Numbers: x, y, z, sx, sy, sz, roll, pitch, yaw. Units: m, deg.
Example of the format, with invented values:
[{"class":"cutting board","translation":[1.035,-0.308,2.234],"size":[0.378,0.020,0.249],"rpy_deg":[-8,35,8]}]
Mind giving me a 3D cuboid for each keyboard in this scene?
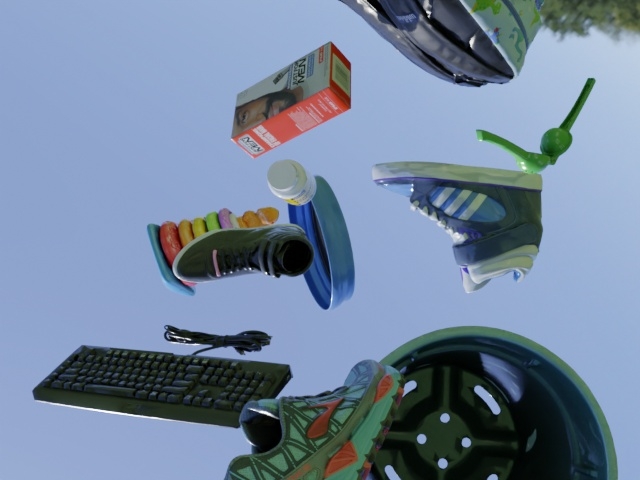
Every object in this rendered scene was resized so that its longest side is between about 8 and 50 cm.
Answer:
[{"class":"keyboard","translation":[-0.182,0.156,0.954],"size":[0.317,0.033,0.201],"rpy_deg":[2,-158,23]}]

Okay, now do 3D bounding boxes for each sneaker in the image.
[{"class":"sneaker","translation":[-0.006,0.166,0.688],"size":[0.125,0.104,0.262],"rpy_deg":[30,-155,7]},{"class":"sneaker","translation":[0.246,-0.021,1.408],"size":[0.322,0.236,0.130],"rpy_deg":[6,-175,6]},{"class":"sneaker","translation":[-0.147,0.031,1.546],"size":[0.295,0.105,0.147],"rpy_deg":[-12,-165,-18]}]

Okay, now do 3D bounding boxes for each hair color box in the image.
[{"class":"hair color box","translation":[-0.040,-0.189,1.033],"size":[0.053,0.167,0.093],"rpy_deg":[39,-140,-39]}]

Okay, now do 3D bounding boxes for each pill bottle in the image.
[{"class":"pill bottle","translation":[-0.049,-0.096,1.236],"size":[0.065,0.065,0.116],"rpy_deg":[45,-175,13]}]

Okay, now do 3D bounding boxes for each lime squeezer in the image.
[{"class":"lime squeezer","translation":[0.366,-0.176,1.264],"size":[0.310,0.059,0.110],"rpy_deg":[-27,-83,-32]}]

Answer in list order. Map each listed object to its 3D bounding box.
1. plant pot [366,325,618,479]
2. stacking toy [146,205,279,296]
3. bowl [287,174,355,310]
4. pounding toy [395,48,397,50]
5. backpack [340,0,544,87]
[{"class":"plant pot","translation":[0.195,0.299,1.080],"size":[0.341,0.341,0.334],"rpy_deg":[42,175,8]},{"class":"stacking toy","translation":[-0.234,-0.010,1.753],"size":[0.175,0.301,0.166],"rpy_deg":[48,-161,-67]},{"class":"bowl","translation":[0.000,0.000,2.127],"size":[0.077,0.391,0.391],"rpy_deg":[-15,-131,-13]},{"class":"pounding toy","translation":[0.240,-0.521,1.634],"size":[0.154,0.155,0.270],"rpy_deg":[30,-133,-10]},{"class":"backpack","translation":[0.201,-0.387,1.202],"size":[0.355,0.273,0.290],"rpy_deg":[45,159,-31]}]
